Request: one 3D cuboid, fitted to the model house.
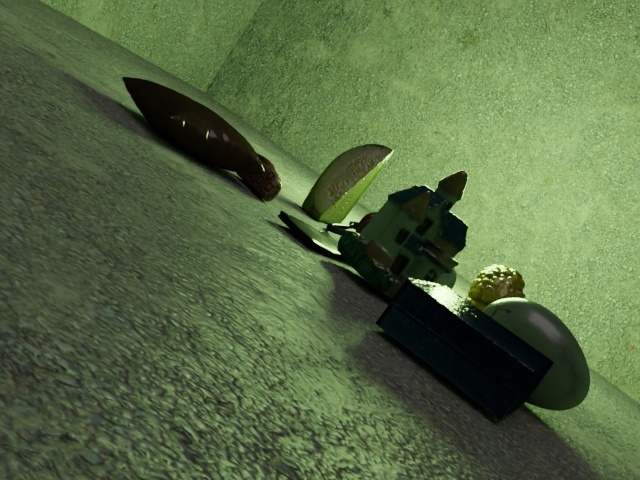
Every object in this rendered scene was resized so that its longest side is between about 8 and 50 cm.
[{"bbox_3d":[0.242,-0.015,1.829,0.267,0.325,0.194,35,4,-30],"label":"model house"}]

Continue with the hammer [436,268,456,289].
[{"bbox_3d":[0.262,0.065,2.412,0.202,0.113,0.305,35,-2,-18],"label":"hammer"}]

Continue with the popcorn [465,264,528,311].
[{"bbox_3d":[0.530,0.180,2.396,0.203,0.200,0.226,29,8,13],"label":"popcorn"}]

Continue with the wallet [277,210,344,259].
[{"bbox_3d":[0.000,0.001,1.896,0.124,0.025,0.244,40,7,30],"label":"wallet"}]

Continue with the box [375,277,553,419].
[{"bbox_3d":[0.264,0.189,1.471,0.261,0.116,0.279,38,8,21],"label":"box"}]

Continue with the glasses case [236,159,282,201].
[{"bbox_3d":[-0.151,-0.158,2.088,0.049,0.073,0.194,39,3,-38],"label":"glasses case"}]

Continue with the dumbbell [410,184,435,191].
[{"bbox_3d":[0.298,-0.055,2.396,0.156,0.144,0.316,19,-6,12],"label":"dumbbell"}]

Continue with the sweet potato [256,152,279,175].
[{"bbox_3d":[-0.194,-0.240,2.521,0.057,0.057,0.264,28,5,-38],"label":"sweet potato"}]

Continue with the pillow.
[{"bbox_3d":[-0.315,-0.281,2.025,0.305,0.108,0.308,25,12,-42],"label":"pillow"}]

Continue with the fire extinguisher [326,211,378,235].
[{"bbox_3d":[0.125,-0.011,2.336,0.200,0.113,0.376,-8,5,3],"label":"fire extinguisher"}]

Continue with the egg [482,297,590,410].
[{"bbox_3d":[0.424,0.229,1.653,0.264,0.183,0.183,46,12,29],"label":"egg"}]

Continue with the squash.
[{"bbox_3d":[0.068,-0.188,2.395,0.111,0.289,0.203,38,7,19],"label":"squash"}]
